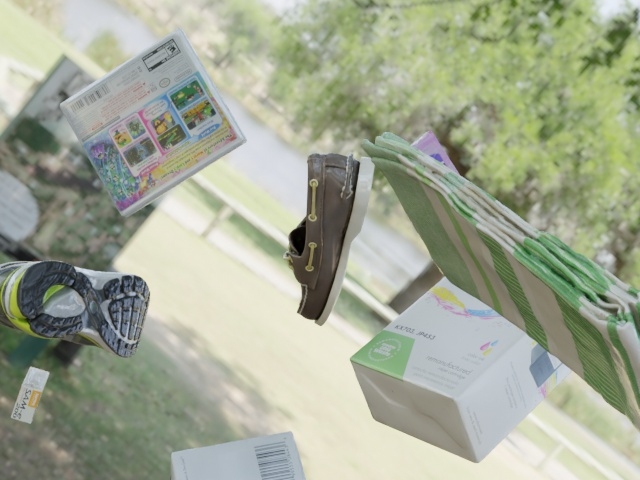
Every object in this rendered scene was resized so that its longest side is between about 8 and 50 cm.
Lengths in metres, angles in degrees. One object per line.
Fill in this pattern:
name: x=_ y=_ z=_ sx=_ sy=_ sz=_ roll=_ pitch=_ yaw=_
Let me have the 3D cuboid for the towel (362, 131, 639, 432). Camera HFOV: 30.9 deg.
towel: x=0.179 y=0.046 z=1.006 sx=0.325 sy=0.038 sz=0.248 roll=39 pitch=-11 yaw=44

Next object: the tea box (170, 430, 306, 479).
tea box: x=-0.126 y=0.551 z=1.975 sx=0.323 sy=0.220 sz=0.329 roll=106 pitch=-28 yaw=-57

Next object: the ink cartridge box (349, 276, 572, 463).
ink cartridge box: x=0.239 y=0.123 z=1.573 sx=0.207 sy=0.353 sz=0.119 roll=15 pitch=-45 yaw=49

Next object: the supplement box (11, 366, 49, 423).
supplement box: x=-0.485 y=0.258 z=1.934 sx=0.036 sy=0.062 sz=0.098 roll=19 pitch=9 yaw=-10

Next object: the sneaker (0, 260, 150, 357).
sneaker: x=-0.317 y=0.075 z=1.446 sx=0.121 sy=0.111 sz=0.300 roll=9 pitch=-11 yaw=26

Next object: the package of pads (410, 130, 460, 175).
package of pads: x=0.114 y=-0.066 z=1.197 sx=0.083 sy=0.050 sz=0.032 roll=57 pitch=-19 yaw=-4

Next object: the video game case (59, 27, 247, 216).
video game case: x=-0.179 y=-0.125 z=1.231 sx=0.143 sy=0.157 sz=0.019 roll=59 pitch=7 yaw=7

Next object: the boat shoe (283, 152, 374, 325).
boat shoe: x=0.000 y=0.000 z=1.689 sx=0.097 sy=0.324 sz=0.116 roll=12 pitch=46 yaw=-4
